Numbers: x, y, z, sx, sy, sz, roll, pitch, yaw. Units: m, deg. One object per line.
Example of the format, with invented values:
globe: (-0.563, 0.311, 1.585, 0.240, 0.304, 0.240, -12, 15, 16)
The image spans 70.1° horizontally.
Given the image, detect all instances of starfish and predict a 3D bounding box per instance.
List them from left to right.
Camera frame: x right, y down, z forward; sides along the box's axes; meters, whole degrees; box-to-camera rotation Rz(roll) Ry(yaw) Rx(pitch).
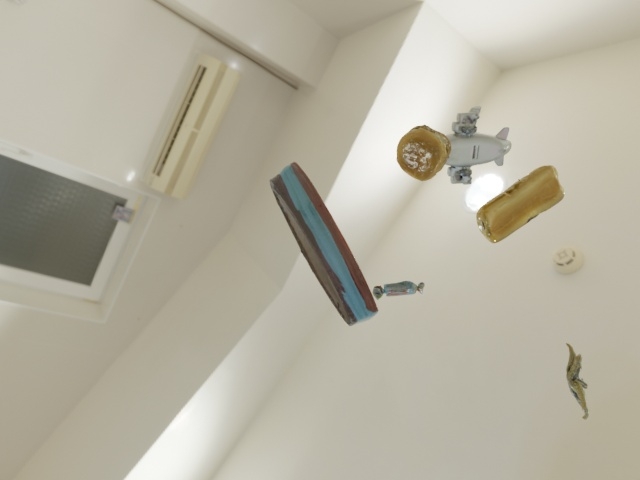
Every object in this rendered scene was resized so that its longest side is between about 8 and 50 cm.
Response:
starfish: (0.713, 0.399, 1.257, 0.053, 0.208, 0.176, -16, -165, 23)

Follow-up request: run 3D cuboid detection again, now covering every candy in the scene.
candy: (0.124, 0.079, 0.728, 0.083, 0.020, 0.030, -6, -133, 15)

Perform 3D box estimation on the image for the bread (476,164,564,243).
bread: (0.625, -0.118, 1.441, 0.305, 0.142, 0.091, -32, -164, -6)

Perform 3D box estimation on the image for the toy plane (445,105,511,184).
toy plane: (0.474, -0.290, 1.425, 0.252, 0.252, 0.118, -54, -159, 20)

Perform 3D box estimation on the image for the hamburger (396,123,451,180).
hamburger: (0.276, -0.240, 1.246, 0.138, 0.083, 0.147, 40, -43, 16)

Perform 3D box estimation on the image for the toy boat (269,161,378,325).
toy boat: (0.000, 0.000, 0.983, 0.392, 0.079, 0.136, 61, -24, 14)
